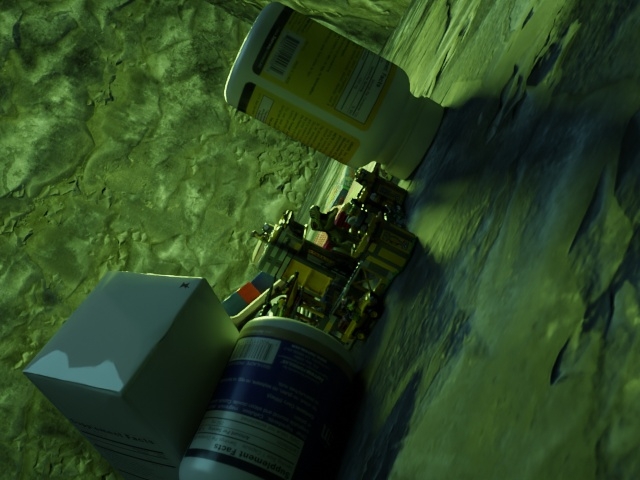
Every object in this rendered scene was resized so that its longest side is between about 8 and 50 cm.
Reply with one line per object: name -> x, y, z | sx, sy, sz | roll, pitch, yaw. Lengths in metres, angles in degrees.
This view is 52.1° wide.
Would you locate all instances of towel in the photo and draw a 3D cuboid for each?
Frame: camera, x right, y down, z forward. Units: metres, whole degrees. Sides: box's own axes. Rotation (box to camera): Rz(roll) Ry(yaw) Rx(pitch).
towel -> 0.001, 0.017, 1.259 | 0.198, 0.031, 0.275 | -63, 6, -2

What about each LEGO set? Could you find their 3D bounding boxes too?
LEGO set -> 0.000, 0.000, 0.972 | 0.254, 0.192, 0.331 | -60, 7, 27

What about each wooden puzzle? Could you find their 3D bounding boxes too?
wooden puzzle -> -0.187, 0.166, 1.567 | 0.348, 0.080, 0.322 | -33, -10, -45

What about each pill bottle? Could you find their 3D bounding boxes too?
pill bottle -> 0.026, -0.238, 1.094 | 0.187, 0.334, 0.188 | -62, 7, 12
pill bottle -> -0.068, 0.233, 0.745 | 0.264, 0.153, 0.153 | -67, 7, -31

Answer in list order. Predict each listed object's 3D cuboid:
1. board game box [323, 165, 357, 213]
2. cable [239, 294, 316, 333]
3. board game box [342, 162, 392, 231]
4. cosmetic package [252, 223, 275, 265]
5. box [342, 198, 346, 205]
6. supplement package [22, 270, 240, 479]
board game box -> 0.052, -0.121, 1.794 | 0.136, 0.035, 0.201 | -60, 7, 27
cable -> -0.114, 0.223, 1.318 | 0.257, 0.089, 0.257 | -52, 13, 5
board game box -> 0.073, -0.059, 1.316 | 0.208, 0.056, 0.346 | 122, 173, -73
cosmetic package -> -0.099, 0.035, 1.826 | 0.113, 0.160, 0.309 | -64, 5, 1
box -> 0.048, -0.040, 1.520 | 0.137, 0.027, 0.094 | -61, 8, 21
supplement package -> -0.195, 0.203, 0.853 | 0.177, 0.175, 0.292 | -59, -42, -39
